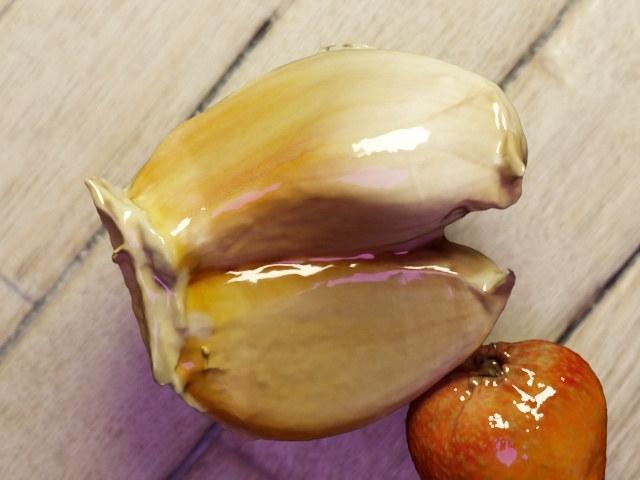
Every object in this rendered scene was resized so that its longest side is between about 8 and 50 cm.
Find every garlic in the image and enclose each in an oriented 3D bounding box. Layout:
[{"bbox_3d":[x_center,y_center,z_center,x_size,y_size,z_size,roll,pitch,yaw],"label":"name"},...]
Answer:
[{"bbox_3d":[0.000,0.000,1.295,0.313,0.249,0.286,-18,84,-8],"label":"garlic"}]

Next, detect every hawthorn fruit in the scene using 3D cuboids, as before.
[{"bbox_3d":[0.182,0.202,1.399,0.165,0.165,0.285,-30,125,6],"label":"hawthorn fruit"}]
